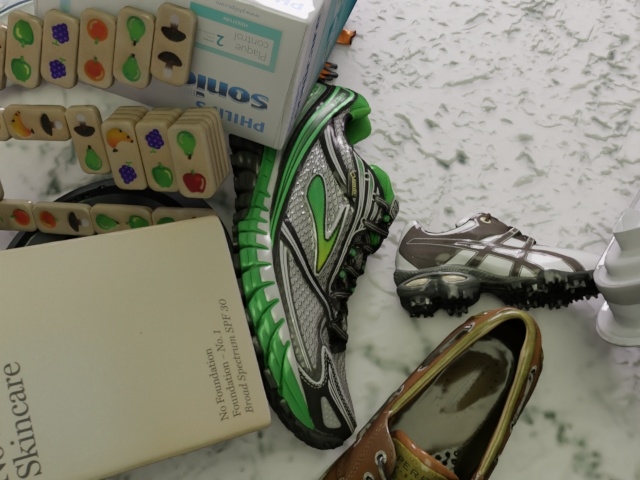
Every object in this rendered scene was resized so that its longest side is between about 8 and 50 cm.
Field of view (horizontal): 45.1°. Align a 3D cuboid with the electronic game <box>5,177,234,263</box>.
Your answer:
[{"bbox_3d":[-0.185,0.042,0.680,0.229,0.048,0.229,-4,61,7],"label":"electronic game"}]

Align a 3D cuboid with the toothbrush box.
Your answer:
[{"bbox_3d":[-0.082,-0.239,0.678,0.216,0.126,0.295,20,46,3],"label":"toothbrush box"}]

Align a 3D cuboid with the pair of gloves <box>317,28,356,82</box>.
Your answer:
[{"bbox_3d":[-0.008,-0.202,0.804,0.074,0.010,0.083,18,67,9],"label":"pair of gloves"}]

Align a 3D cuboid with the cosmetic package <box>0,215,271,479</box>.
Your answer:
[{"bbox_3d":[-0.206,0.093,0.510,0.309,0.113,0.160,-12,80,-29],"label":"cosmetic package"}]

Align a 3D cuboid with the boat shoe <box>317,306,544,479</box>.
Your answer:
[{"bbox_3d":[0.064,0.174,0.584,0.110,0.104,0.307,31,70,14],"label":"boat shoe"}]

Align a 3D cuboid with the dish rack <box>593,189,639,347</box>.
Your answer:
[{"bbox_3d":[0.352,-0.065,0.558,0.072,0.285,0.333,54,53,-11],"label":"dish rack"}]

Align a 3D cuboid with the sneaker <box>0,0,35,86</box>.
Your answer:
[{"bbox_3d":[-0.249,-0.204,0.765,0.258,0.094,0.091,-30,63,-12],"label":"sneaker"}]

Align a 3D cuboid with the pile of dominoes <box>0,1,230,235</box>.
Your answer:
[{"bbox_3d":[-0.198,-0.080,0.606,0.251,0.196,0.040,3,32,16],"label":"pile of dominoes"}]

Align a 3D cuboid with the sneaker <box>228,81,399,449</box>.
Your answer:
[{"bbox_3d":[0.000,0.000,0.648,0.146,0.134,0.343,-4,66,-1],"label":"sneaker"}]

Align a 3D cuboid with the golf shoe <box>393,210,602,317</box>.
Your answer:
[{"bbox_3d":[0.162,0.012,0.669,0.198,0.077,0.094,-2,66,-1],"label":"golf shoe"}]
